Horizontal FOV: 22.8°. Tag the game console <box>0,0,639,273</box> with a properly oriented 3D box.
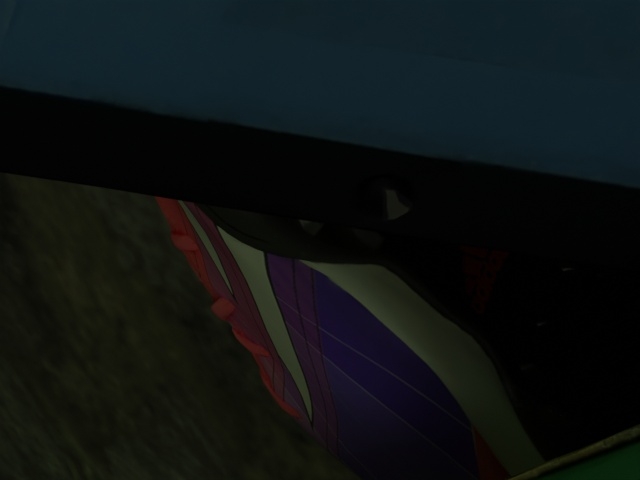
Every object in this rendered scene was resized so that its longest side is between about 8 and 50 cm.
[{"bbox_3d":[0.055,-0.122,0.252,0.387,0.060,0.342,8,141,-13],"label":"game console"}]

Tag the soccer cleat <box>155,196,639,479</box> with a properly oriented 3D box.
[{"bbox_3d":[0.000,0.000,0.476,0.116,0.108,0.318,-21,121,44],"label":"soccer cleat"}]

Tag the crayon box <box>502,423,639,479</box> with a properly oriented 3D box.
[{"bbox_3d":[0.150,0.146,0.439,0.313,0.106,0.363,20,146,-32],"label":"crayon box"}]
